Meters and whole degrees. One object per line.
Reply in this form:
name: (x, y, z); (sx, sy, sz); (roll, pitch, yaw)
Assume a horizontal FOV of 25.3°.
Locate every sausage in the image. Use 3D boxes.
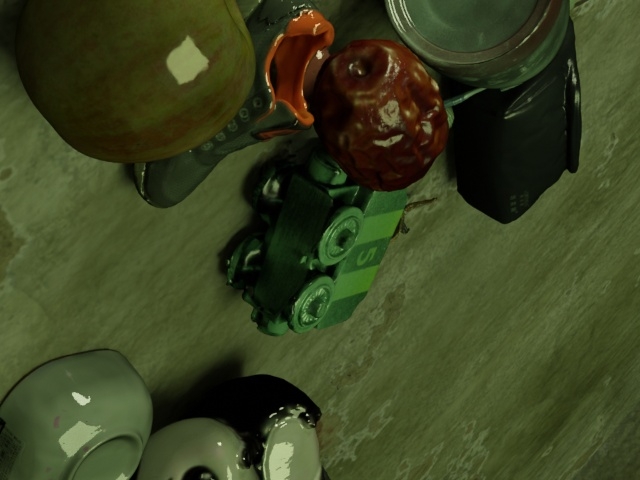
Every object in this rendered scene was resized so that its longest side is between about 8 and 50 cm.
sausage: (-0.042, -0.199, 1.884); (0.154, 0.062, 0.062); (-47, 148, -9)

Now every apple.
apple: (-0.198, -0.212, 1.516); (0.234, 0.256, 0.257); (-23, 150, 12)

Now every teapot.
teapot: (0.270, -0.339, 1.957); (0.315, 0.233, 0.312); (-28, 168, 13)

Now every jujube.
jujube: (0.080, -0.162, 1.868); (0.174, 0.174, 0.250); (-46, 156, -8)

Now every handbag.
handbag: (0.344, -0.202, 2.264); (0.275, 0.178, 0.302); (-39, 146, -19)

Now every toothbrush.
toothbrush: (0.194, -0.203, 2.113); (0.220, 0.019, 0.016); (-19, 166, 13)

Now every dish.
dish: (-0.329, 0.280, 1.954); (0.256, 0.117, 0.256); (-33, 144, -28)

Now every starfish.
starfish: (0.131, -0.034, 2.296); (0.130, 0.041, 0.133); (-45, 175, 0)

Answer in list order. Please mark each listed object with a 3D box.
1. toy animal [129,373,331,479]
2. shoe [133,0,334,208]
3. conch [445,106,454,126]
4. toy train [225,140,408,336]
toy animal: (-0.156, 0.358, 2.137); (0.310, 0.251, 0.251); (-26, 140, -37)
shoe: (-0.088, -0.160, 1.761); (0.336, 0.171, 0.132); (-57, 149, 8)
conch: (0.161, -0.183, 2.169); (0.085, 0.056, 0.076); (-14, 160, -3)
toy train: (0.000, 0.000, 2.052); (0.238, 0.167, 0.299); (-15, 134, -52)
